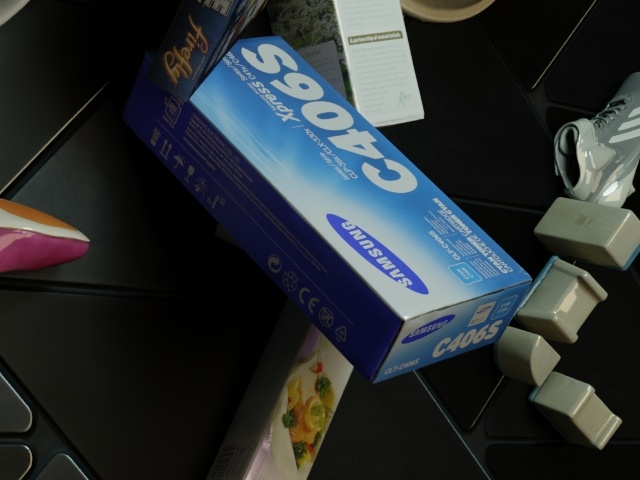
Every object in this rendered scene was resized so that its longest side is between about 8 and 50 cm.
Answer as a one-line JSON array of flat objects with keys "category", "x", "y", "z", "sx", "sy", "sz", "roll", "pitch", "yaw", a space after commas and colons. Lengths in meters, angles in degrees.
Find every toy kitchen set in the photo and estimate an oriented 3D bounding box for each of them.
[{"category": "toy kitchen set", "x": 0.279, "y": 0.089, "z": 1.830, "sx": 0.166, "sy": 0.122, "sz": 0.207, "roll": 46, "pitch": 75, "yaw": -29}]

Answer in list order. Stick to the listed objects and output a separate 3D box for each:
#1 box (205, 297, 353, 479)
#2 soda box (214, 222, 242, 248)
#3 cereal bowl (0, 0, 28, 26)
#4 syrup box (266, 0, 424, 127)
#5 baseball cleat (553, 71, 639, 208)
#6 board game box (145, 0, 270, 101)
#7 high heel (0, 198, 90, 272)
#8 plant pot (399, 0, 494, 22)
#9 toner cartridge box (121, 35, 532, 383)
[{"category": "box", "x": -0.009, "y": 0.105, "z": 1.556, "sx": 0.063, "sy": 0.067, "sz": 0.324, "roll": 40, "pitch": 56, "yaw": -27}, {"category": "soda box", "x": 0.000, "y": 0.000, "z": 1.526, "sx": 0.183, "sy": 0.063, "sz": 0.058, "roll": 27, "pitch": 59, "yaw": 1}, {"category": "cereal bowl", "x": -0.319, "y": -0.295, "z": 1.192, "sx": 0.339, "sy": 0.339, "sz": 0.141, "roll": 59, "pitch": 11, "yaw": -19}, {"category": "syrup box", "x": 0.013, "y": -0.218, "z": 1.616, "sx": 0.096, "sy": 0.093, "sz": 0.237, "roll": -13, "pitch": 91, "yaw": -44}, {"category": "baseball cleat", "x": 0.324, "y": -0.125, "z": 1.917, "sx": 0.109, "sy": 0.072, "sz": 0.206, "roll": 36, "pitch": 55, "yaw": -26}, {"category": "board game box", "x": -0.059, "y": -0.238, "z": 1.452, "sx": 0.042, "sy": 0.165, "sz": 0.243, "roll": 31, "pitch": 34, "yaw": -1}, {"category": "high heel", "x": -0.282, "y": 0.028, "z": 1.317, "sx": 0.244, "sy": 0.082, "sz": 0.117, "roll": 3, "pitch": 109, "yaw": -56}, {"category": "plant pot", "x": 0.205, "y": -0.412, "z": 1.688, "sx": 0.334, "sy": 0.305, "sz": 0.334, "roll": 10, "pitch": 76, "yaw": -43}, {"category": "toner cartridge box", "x": 0.000, "y": -0.038, "z": 1.437, "sx": 0.165, "sy": 0.075, "sz": 0.348, "roll": -15, "pitch": 51, "yaw": -44}]
